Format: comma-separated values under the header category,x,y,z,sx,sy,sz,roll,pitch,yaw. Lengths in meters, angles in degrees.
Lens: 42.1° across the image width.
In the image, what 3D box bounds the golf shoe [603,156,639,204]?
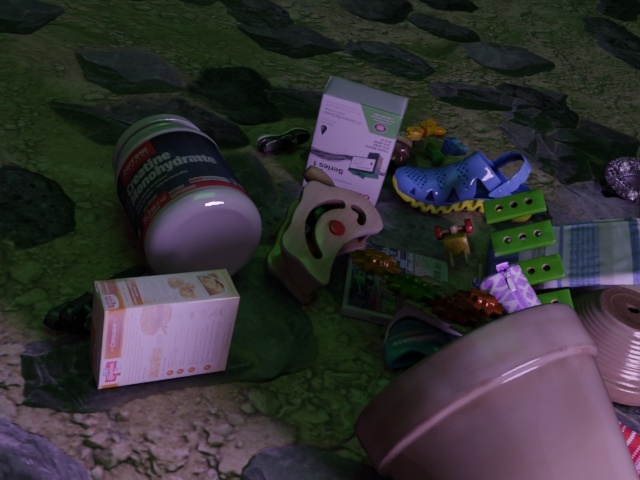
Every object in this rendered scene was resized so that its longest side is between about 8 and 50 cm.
category,x,y,z,sx,sy,sz,roll,pitch,yaw
golf shoe,0.775,-0.139,1.955,0.273,0.105,0.120,13,18,-13

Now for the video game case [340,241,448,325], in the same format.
category,x,y,z,sx,sy,sz,roll,pitch,yaw
video game case,0.133,0.081,1.448,0.183,0.023,0.201,14,35,-2

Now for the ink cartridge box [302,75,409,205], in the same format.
category,x,y,z,sx,sy,sz,roll,pitch,yaw
ink cartridge box,0.065,-0.190,1.633,0.160,0.219,0.092,16,38,3

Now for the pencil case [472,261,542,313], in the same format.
category,x,y,z,sx,sy,sz,roll,pitch,yaw
pencil case,0.336,0.131,1.347,0.086,0.088,0.206,-23,68,-20

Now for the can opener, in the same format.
category,x,y,z,sx,sy,sz,roll,pitch,yaw
can opener,-0.323,0.082,1.240,0.073,0.059,0.186,29,37,20

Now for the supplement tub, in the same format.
category,x,y,z,sx,sy,sz,roll,pitch,yaw
supplement tub,-0.228,-0.070,1.373,0.191,0.191,0.272,-6,40,-28

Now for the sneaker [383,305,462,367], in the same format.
category,x,y,z,sx,sy,sz,roll,pitch,yaw
sneaker,0.228,0.195,1.283,0.275,0.107,0.110,17,54,11

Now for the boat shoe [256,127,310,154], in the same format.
category,x,y,z,sx,sy,sz,roll,pitch,yaw
boat shoe,-0.073,-0.207,1.754,0.125,0.046,0.038,-11,42,-28

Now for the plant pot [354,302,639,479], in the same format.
category,x,y,z,sx,sy,sz,roll,pitch,yaw
plant pot,0.244,0.279,1.007,0.323,0.323,0.280,-11,59,-33

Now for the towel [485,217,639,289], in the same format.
category,x,y,z,sx,sy,sz,roll,pitch,yaw
towel,0.451,0.030,1.534,0.285,0.034,0.209,-6,30,20

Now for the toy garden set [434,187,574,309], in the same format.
category,x,y,z,sx,sy,sz,roll,pitch,yaw
toy garden set,0.320,0.044,1.476,0.204,0.049,0.244,-13,61,13

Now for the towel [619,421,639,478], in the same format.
category,x,y,z,sx,sy,sz,roll,pitch,yaw
towel,0.450,0.349,1.185,0.275,0.031,0.199,35,40,27

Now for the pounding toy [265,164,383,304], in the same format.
category,x,y,z,sx,sy,sz,roll,pitch,yaw
pounding toy,0.000,0.000,1.449,0.154,0.155,0.269,30,51,-10

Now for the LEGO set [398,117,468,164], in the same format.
category,x,y,z,sx,sy,sz,roll,pitch,yaw
LEGO set,0.236,-0.209,1.838,0.093,0.087,0.227,-9,40,-32

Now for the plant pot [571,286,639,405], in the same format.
category,x,y,z,sx,sy,sz,roll,pitch,yaw
plant pot,0.508,0.157,1.408,0.237,0.109,0.237,11,35,-8

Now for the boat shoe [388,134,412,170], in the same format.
category,x,y,z,sx,sy,sz,roll,pitch,yaw
boat shoe,0.092,-0.208,1.798,0.207,0.073,0.073,18,74,15

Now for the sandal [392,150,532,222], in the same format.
category,x,y,z,sx,sy,sz,roll,pitch,yaw
sandal,0.302,-0.128,1.708,0.317,0.138,0.126,2,39,-15

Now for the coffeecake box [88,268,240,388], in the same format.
category,x,y,z,sx,sy,sz,roll,pitch,yaw
coffeecake box,-0.218,0.121,1.152,0.185,0.142,0.068,-5,38,-26

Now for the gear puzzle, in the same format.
category,x,y,z,sx,sy,sz,roll,pitch,yaw
gear puzzle,0.192,0.078,1.285,0.339,0.044,0.175,27,19,31
